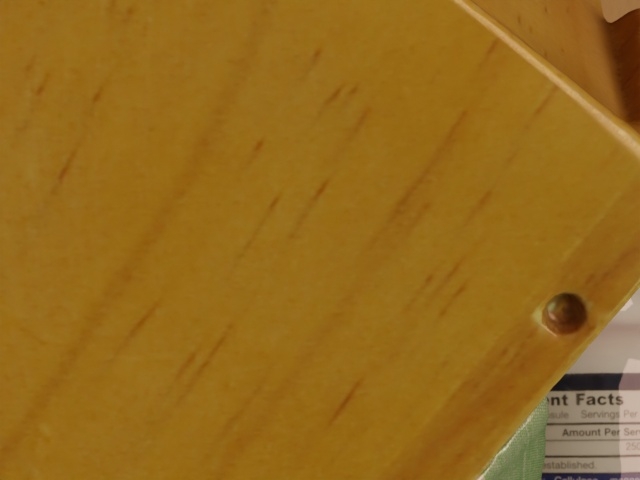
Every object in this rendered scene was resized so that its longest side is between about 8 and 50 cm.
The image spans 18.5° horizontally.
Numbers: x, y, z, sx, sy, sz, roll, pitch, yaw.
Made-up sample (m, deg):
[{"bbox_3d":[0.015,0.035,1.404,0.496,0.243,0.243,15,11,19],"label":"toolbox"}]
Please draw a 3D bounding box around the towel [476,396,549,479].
[{"bbox_3d":[-0.015,0.220,0.810,0.325,0.038,0.248,-45,153,-28],"label":"towel"}]

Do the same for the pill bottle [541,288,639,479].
[{"bbox_3d":[0.145,0.126,1.127,0.153,0.153,0.265,9,79,-56],"label":"pill bottle"}]

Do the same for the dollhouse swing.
[{"bbox_3d":[-0.074,-0.095,0.749,0.347,0.315,0.305,36,11,-18],"label":"dollhouse swing"}]
